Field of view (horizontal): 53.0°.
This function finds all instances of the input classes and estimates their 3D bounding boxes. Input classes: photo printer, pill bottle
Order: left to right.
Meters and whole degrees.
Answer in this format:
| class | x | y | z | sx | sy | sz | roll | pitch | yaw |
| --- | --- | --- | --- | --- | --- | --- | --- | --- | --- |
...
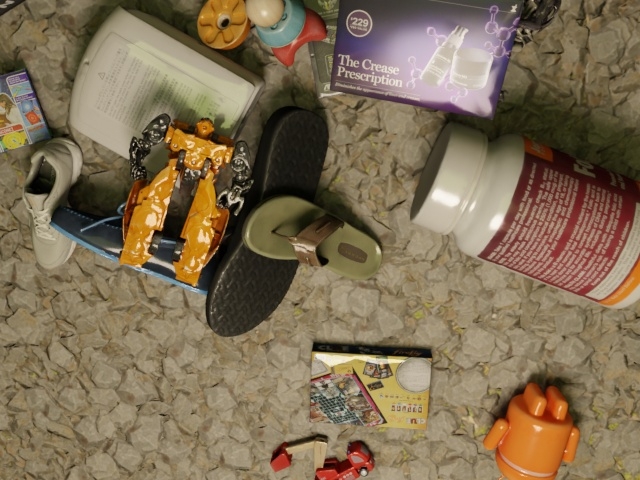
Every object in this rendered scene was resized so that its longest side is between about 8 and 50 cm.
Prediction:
| class | x | y | z | sx | sy | sz | roll | pitch | yaw |
| --- | --- | --- | --- | --- | --- | --- | --- | --- | --- |
| photo printer | -0.291 | -0.254 | 1.166 | 0.307 | 0.107 | 0.256 | 29 | 106 | -3 |
| pill bottle | 0.371 | -0.050 | 1.111 | 0.392 | 0.224 | 0.224 | 21 | 106 | -2 |

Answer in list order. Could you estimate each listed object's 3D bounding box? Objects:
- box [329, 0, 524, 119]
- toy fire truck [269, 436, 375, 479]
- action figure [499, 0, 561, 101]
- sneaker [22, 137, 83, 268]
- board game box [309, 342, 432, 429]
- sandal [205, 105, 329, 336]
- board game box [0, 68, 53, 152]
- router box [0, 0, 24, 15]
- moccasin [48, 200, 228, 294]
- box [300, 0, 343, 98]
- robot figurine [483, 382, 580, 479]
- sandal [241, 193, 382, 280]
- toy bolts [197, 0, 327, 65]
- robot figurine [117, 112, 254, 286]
| class | x | y | z | sx | sy | sz | roll | pitch | yaw |
| --- | --- | --- | --- | --- | --- | --- | --- | --- | --- |
| box | 0.158 | -0.308 | 0.987 | 0.261 | 0.103 | 0.184 | 12 | 122 | 8 |
| toy fire truck | 0.004 | 0.470 | 1.373 | 0.192 | 0.047 | 0.135 | -31 | 99 | 11 |
| action figure | 0.305 | -0.366 | 1.065 | 0.141 | 0.164 | 0.276 | 25 | 111 | -8 |
| sneaker | -0.530 | -0.063 | 1.230 | 0.099 | 0.121 | 0.262 | 10 | 106 | 3 |
| board game box | 0.101 | 0.301 | 1.321 | 0.243 | 0.042 | 0.165 | 3 | 105 | 4 |
| sandal | -0.106 | -0.033 | 1.210 | 0.167 | 0.107 | 0.446 | 17 | 95 | -41 |
| board game box | -0.627 | -0.228 | 1.203 | 0.201 | 0.035 | 0.136 | -19 | 104 | -12 |
| router box | -0.547 | -0.564 | 1.115 | 0.309 | 0.081 | 0.243 | -25 | 102 | 11 |
| moccasin | -0.337 | -0.004 | 1.241 | 0.342 | 0.138 | 0.117 | 23 | 89 | -20 |
| box | 0.091 | -0.361 | 1.133 | 0.231 | 0.056 | 0.183 | -10 | 103 | 7 |
| robot figurine | 0.421 | 0.396 | 1.280 | 0.158 | 0.128 | 0.219 | -3 | 111 | -39 |
| sandal | 0.002 | -0.001 | 1.164 | 0.303 | 0.086 | 0.120 | 17 | 96 | -29 |
| toy bolts | -0.122 | -0.391 | 1.044 | 0.218 | 0.158 | 0.228 | -40 | 71 | 13 |
| robot figurine | -0.239 | -0.076 | 1.106 | 0.211 | 0.085 | 0.291 | 18 | 106 | -13 |
